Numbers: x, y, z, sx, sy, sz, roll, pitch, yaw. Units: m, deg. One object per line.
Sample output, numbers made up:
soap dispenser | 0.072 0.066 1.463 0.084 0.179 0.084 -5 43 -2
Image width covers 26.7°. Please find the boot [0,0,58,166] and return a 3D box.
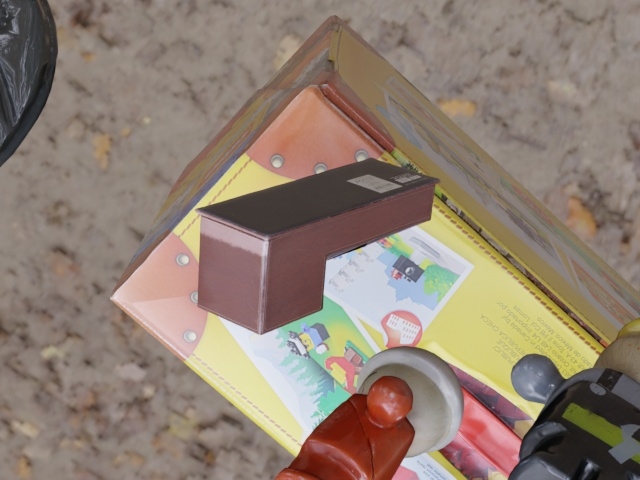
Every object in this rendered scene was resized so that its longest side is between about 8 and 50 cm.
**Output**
boot | -0.259 -0.037 0.724 0.348 0.260 0.131 -33 92 11

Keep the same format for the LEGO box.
LEGO box | 0.123 0.084 1.007 0.500 0.372 0.193 42 103 -9

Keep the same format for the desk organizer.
desk organizer | 0.000 0.000 0.660 0.047 0.130 0.050 21 117 36

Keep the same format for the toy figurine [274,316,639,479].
toy figurine | 0.101 0.149 0.643 0.210 0.148 0.213 -15 104 36
